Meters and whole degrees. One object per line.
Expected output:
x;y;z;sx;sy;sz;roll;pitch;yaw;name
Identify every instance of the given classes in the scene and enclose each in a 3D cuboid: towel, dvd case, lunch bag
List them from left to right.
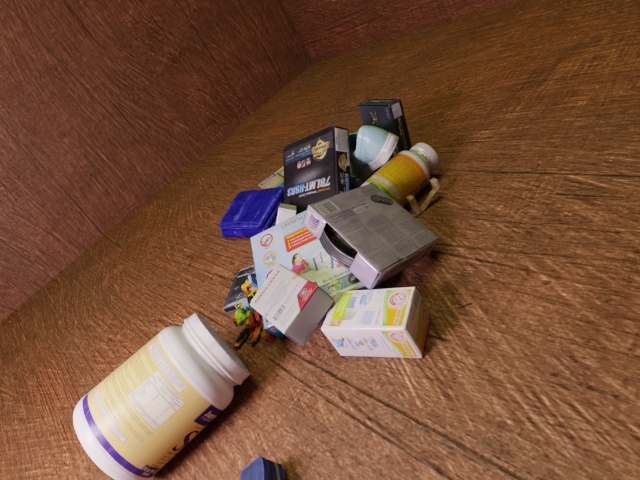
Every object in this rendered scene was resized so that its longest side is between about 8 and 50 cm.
-0.273;-0.118;1.701;0.308;0.076;0.228;1;61;44;towel
-0.190;0.131;1.365;0.238;0.030;0.179;-19;33;21;dvd case
-0.104;0.458;0.789;0.067;0.065;0.098;-42;29;15;lunch bag

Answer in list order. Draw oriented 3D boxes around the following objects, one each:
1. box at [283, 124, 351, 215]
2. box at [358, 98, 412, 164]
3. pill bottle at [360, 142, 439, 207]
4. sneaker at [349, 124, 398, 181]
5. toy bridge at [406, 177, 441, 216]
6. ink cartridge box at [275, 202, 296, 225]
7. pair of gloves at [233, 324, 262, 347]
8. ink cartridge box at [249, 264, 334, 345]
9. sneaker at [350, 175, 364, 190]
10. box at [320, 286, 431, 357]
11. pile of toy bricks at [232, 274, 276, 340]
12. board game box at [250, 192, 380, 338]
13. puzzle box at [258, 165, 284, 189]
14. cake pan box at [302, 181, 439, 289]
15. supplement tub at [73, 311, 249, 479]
-0.018;-0.200;1.425;0.295;0.073;0.294;-5;84;52;box
0.233;-0.380;1.505;0.059;0.233;0.183;-30;29;-19;box
0.250;-0.190;1.312;0.245;0.136;0.136;-42;32;-15;pill bottle
0.139;-0.310;1.446;0.135;0.150;0.366;-63;7;-12;sneaker
0.273;-0.103;1.239;0.188;0.063;0.026;-37;31;-4;toy bridge
-0.123;-0.025;1.413;0.060;0.180;0.104;10;13;-5;ink cartridge box
-0.202;0.270;1.195;0.083;0.010;0.074;-17;29;27;pair of gloves
-0.070;0.146;0.999;0.127;0.072;0.175;-54;36;-10;ink cartridge box
0.033;-0.152;1.515;0.319;0.112;0.131;3;63;49;sneaker
0.124;0.181;0.934;0.203;0.103;0.114;-8;39;35;box
-0.201;0.199;1.193;0.105;0.118;0.212;-36;41;9;pile of toy bricks
-0.025;0.065;1.153;0.308;0.086;0.302;-25;52;13;board game box
-0.063;-0.315;1.862;0.408;0.052;0.272;-38;30;-8;puzzle box
0.124;-0.023;1.044;0.266;0.070;0.245;-24;57;-41;cake pan box
-0.358;0.355;0.994;0.331;0.241;0.241;-41;32;-14;supplement tub
